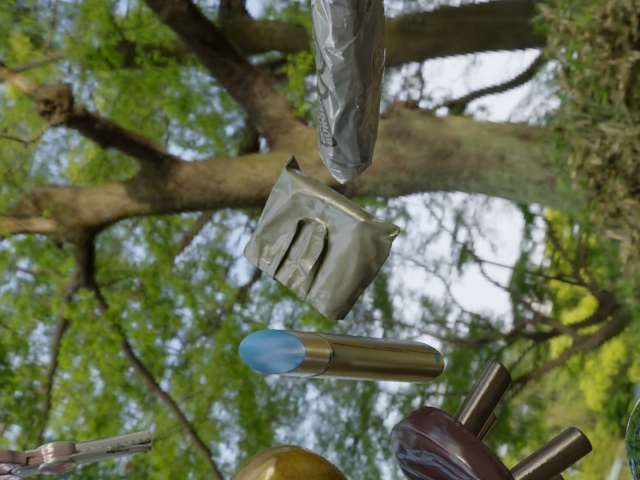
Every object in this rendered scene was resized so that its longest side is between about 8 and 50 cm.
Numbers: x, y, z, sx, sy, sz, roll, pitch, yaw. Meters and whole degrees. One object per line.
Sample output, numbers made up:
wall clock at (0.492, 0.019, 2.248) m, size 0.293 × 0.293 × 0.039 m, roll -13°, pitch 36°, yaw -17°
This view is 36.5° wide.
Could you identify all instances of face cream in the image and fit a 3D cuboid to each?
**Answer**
face cream at (0.034, 0.172, 1.434) m, size 0.285 × 0.139 × 0.067 m, roll 9°, pitch -98°, yaw -32°

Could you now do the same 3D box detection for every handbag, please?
handbag at (-0.005, 0.001, 2.058) m, size 0.109 × 0.315 × 0.253 m, roll 0°, pitch -59°, yaw -62°

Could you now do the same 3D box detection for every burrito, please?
burrito at (0.042, -0.271, 1.413) m, size 0.139 × 0.101 × 0.445 m, roll -59°, pitch -21°, yaw -33°

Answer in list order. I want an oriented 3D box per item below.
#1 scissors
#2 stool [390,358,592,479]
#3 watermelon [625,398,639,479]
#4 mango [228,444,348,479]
scissors at (-0.332, 0.272, 1.209) m, size 0.118 × 0.242 × 0.031 m, roll 105°, pitch 153°, yaw -61°
stool at (0.251, 0.328, 1.427) m, size 0.178 × 0.272 × 0.272 m, roll -38°, pitch -36°, yaw -22°
watermelon at (0.679, 0.400, 1.800) m, size 0.189 × 0.331 × 0.331 m, roll 12°, pitch -87°, yaw -28°
mango at (-0.073, 0.479, 1.419) m, size 0.301 × 0.220 × 0.445 m, roll -14°, pitch -58°, yaw -26°
